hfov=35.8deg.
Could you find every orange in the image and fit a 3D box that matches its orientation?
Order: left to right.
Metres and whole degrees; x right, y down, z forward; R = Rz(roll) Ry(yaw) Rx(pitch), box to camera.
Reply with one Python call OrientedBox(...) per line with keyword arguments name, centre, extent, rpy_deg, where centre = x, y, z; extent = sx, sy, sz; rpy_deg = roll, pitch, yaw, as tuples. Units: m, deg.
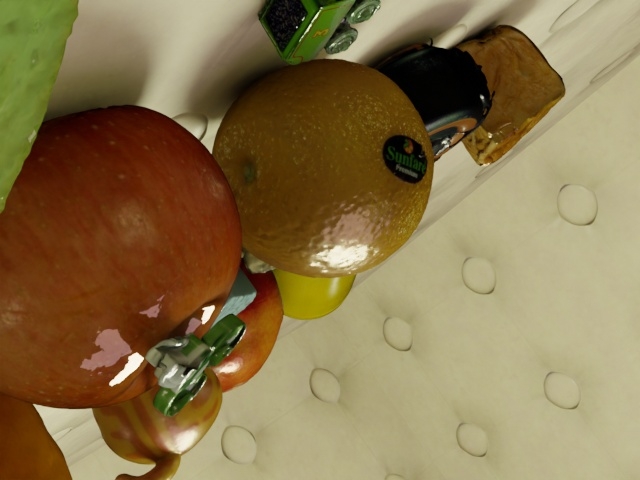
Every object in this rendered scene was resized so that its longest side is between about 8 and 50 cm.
OrientedBox(name="orange", centre=(0.004, -0.071, 0.985), extent=(0.236, 0.236, 0.236), rpy_deg=(-34, 172, -5))

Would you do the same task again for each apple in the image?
OrientedBox(name="apple", centre=(-0.179, 0.016, 0.786), extent=(0.251, 0.206, 0.272), rpy_deg=(-37, 172, -9))

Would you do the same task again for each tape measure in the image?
OrientedBox(name="tape measure", centre=(0.107, -0.151, 1.246), extent=(0.223, 0.135, 0.202), rpy_deg=(-24, 169, -45))

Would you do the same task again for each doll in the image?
OrientedBox(name="doll", centre=(-0.236, 0.154, 1.227), extent=(0.166, 0.270, 0.162), rpy_deg=(-28, -167, 0))

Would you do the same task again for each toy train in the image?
OrientedBox(name="toy train", centre=(0.019, -0.213, 0.778), extent=(0.081, 0.060, 0.202), rpy_deg=(-23, 165, -34))

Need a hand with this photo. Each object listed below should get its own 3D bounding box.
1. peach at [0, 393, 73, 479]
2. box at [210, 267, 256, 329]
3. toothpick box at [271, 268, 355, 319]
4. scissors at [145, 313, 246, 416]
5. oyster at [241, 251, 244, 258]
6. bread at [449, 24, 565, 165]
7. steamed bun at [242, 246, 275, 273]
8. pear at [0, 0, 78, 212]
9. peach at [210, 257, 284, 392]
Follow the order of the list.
OrientedBox(name="peach", centre=(-0.404, 0.287, 0.980), extent=(0.342, 0.343, 0.301), rpy_deg=(-34, -166, -7))
OrientedBox(name="box", centre=(-0.207, 0.089, 1.376), extent=(0.227, 0.130, 0.162), rpy_deg=(-40, 172, 10))
OrientedBox(name="toothpick box", centre=(-0.016, 0.022, 1.654), extent=(0.175, 0.175, 0.271), rpy_deg=(-33, 169, -15))
OrientedBox(name="scissors", centre=(-0.104, 0.094, 0.753), extent=(0.101, 0.027, 0.204), rpy_deg=(-52, 173, -4))
OrientedBox(name="oyster", centre=(-0.177, 0.072, 1.721), extent=(0.105, 0.056, 0.177), rpy_deg=(-32, -179, 40))
OrientedBox(name="bread", centre=(0.247, -0.211, 1.425), extent=(0.143, 0.158, 0.149), rpy_deg=(-32, 168, -10))
OrientedBox(name="steamed bun", centre=(-0.037, -0.041, 1.439), extent=(0.177, 0.106, 0.192), rpy_deg=(-23, -172, 15))
OrientedBox(name="pear", centre=(-0.192, -0.101, 0.319), extent=(0.239, 0.139, 0.288), rpy_deg=(-51, 166, 7))
OrientedBox(name="peach", centre=(-0.161, 0.127, 1.561), extent=(0.243, 0.199, 0.243), rpy_deg=(-50, 174, -7))
